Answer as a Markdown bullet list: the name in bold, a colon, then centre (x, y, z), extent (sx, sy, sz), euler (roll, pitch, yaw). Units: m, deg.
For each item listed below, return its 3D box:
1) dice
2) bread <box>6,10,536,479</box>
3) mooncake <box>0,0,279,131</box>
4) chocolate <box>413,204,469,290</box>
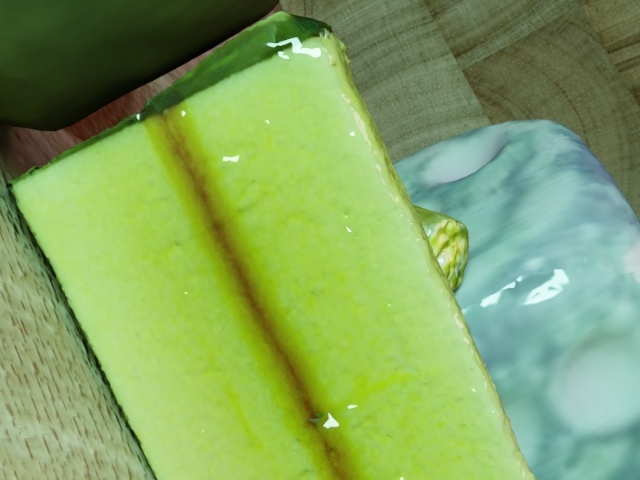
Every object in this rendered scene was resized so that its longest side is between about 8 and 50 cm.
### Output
- **dice**: centre (0.110, 0.101, 0.780), extent (0.270, 0.270, 0.271), euler (58, 8, -20)
- **bread**: centre (-0.015, 0.041, 0.588), extent (0.163, 0.167, 0.264), euler (-45, 110, -83)
- **mooncake**: centre (-0.149, -0.190, 0.513), extent (0.284, 0.155, 0.284), euler (58, 9, -16)
- **chocolate**: centre (-0.004, -0.004, 0.689), extent (0.219, 0.086, 0.086), euler (11, -36, 45)
